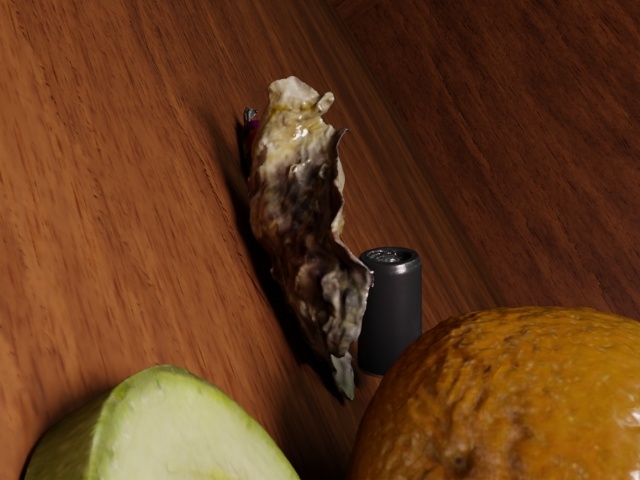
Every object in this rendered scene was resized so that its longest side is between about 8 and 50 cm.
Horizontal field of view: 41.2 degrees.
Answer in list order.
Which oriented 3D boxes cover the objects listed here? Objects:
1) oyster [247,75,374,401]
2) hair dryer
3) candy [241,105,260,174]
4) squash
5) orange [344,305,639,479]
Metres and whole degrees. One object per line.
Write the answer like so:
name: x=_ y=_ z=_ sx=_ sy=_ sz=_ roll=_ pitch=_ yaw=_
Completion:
oyster: x=-0.010 y=0.002 z=0.845 sx=0.271 sy=0.100 sz=0.275 roll=-128 pitch=-143 yaw=-55
hair dryer: x=0.045 y=0.044 z=0.970 sx=0.255 sy=0.070 sz=0.128 roll=-134 pitch=-140 yaw=-64
candy: x=-0.073 y=-0.108 z=1.036 sx=0.043 sy=0.045 sz=0.175 roll=12 pitch=36 yaw=-21
squash: x=-0.050 y=0.189 z=0.444 sx=0.252 sy=0.049 sz=0.252 roll=52 pitch=15 yaw=-20
orange: x=0.183 y=0.216 z=0.635 sx=0.357 sy=0.322 sz=0.322 roll=46 pitch=17 yaw=-45
